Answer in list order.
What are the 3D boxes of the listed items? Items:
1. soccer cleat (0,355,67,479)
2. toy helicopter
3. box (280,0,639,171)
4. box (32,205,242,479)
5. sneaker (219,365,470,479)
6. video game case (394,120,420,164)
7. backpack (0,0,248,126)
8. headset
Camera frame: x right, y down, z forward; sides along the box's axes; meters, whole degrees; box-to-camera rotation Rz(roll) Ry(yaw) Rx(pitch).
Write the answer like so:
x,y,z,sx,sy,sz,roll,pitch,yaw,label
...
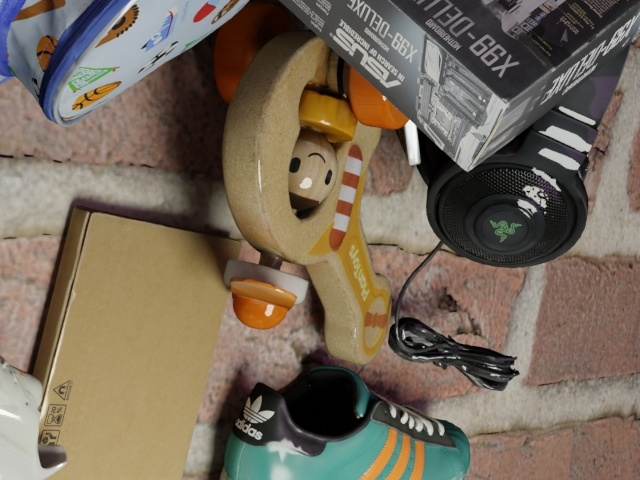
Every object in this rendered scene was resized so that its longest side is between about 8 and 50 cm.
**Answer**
x,y,z,sx,sy,sz,roll,pitch,yaw,label
-0.223,0.090,0.767,0.076,0.068,0.196,-21,128,-11,soccer cleat
0.000,0.000,0.932,0.355,0.140,0.235,70,36,-50,toy helicopter
0.076,-0.223,0.834,0.242,0.307,0.076,-39,166,-34,box
-0.142,0.085,0.898,0.164,0.021,0.201,13,92,-52,box
0.042,0.175,1.071,0.302,0.108,0.121,2,106,-47,sneaker
0.064,-0.126,0.999,0.011,0.122,0.087,-10,118,-1,video game case
-0.144,-0.180,0.631,0.263,0.276,0.213,-34,83,-15,backpack
0.176,-0.052,1.040,0.185,0.243,0.394,24,111,-9,headset
